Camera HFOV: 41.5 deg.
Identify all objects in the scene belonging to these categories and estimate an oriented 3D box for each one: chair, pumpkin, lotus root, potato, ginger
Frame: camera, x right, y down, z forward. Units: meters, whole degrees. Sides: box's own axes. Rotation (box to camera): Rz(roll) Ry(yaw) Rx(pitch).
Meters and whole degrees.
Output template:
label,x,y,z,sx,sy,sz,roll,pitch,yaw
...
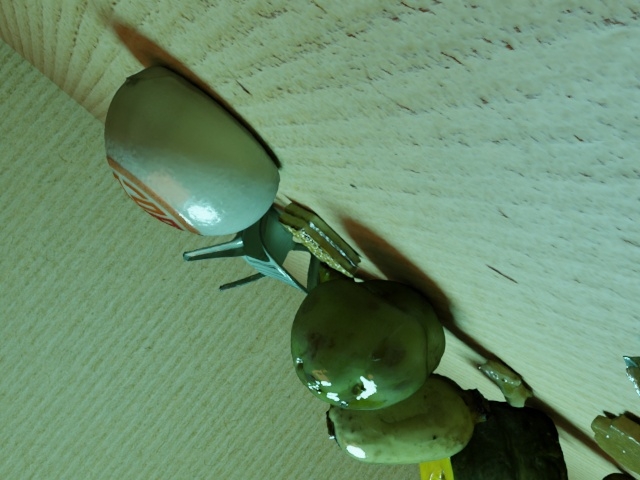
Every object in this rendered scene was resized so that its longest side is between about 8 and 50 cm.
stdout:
label,x,y,z,sx,sy,sz,roll,pitch,yaw
chair,-0.121,0.019,1.699,0.275,0.190,0.203,-6,144,38
pumpkin,0.317,0.429,1.573,0.226,0.256,0.303,2,-175,-12
lotus root,0.153,0.306,1.465,0.146,0.284,0.160,75,-173,-58
potato,0.089,0.161,1.366,0.218,0.202,0.351,9,-173,25
ginger,0.319,0.245,1.428,0.137,0.044,0.057,46,-172,-39

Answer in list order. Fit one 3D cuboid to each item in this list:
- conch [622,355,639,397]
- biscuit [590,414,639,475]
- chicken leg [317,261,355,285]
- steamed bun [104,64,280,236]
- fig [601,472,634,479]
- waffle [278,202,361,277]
label,x,y,z,sx,sy,sz,roll,pitch,yaw
conch,0.301,0.134,0.737,0.076,0.057,0.085,-63,-47,-80
biscuit,0.432,0.286,1.129,0.144,0.040,0.236,44,176,11
chicken leg,0.103,0.151,1.669,0.212,0.140,0.361,28,-160,-19
steamed bun,-0.205,-0.113,1.255,0.283,0.177,0.283,38,173,6
fig,0.546,0.460,1.532,0.088,0.074,0.074,20,-171,-46
waffle,0.000,0.000,1.483,0.148,0.042,0.102,43,170,-33
